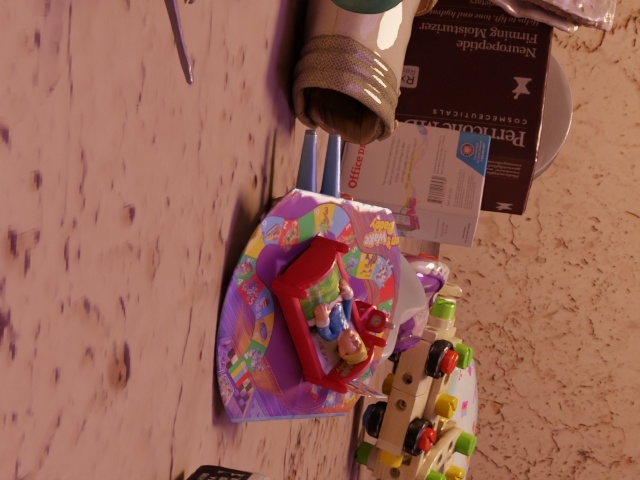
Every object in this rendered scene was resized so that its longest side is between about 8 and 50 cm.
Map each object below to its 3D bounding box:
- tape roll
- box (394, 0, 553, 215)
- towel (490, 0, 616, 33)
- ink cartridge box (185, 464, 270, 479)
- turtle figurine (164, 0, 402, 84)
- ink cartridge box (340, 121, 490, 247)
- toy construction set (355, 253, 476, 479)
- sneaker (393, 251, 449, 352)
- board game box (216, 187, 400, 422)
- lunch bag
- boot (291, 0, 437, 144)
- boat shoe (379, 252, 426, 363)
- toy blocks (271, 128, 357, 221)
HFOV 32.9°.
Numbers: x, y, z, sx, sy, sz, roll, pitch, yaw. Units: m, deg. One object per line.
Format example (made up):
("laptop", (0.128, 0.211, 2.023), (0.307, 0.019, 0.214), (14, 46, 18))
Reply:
("tape roll", (0.229, -0.174, 1.478), (0.072, 0.219, 0.219), (51, 47, -80))
("box", (0.143, -0.154, 1.103), (0.167, 0.168, 0.203), (72, 27, -73))
("towel", (0.168, -0.309, 0.977), (0.049, 0.282, 0.187), (-12, -115, 55))
("ink cartridge box", (-0.072, 0.221, 0.451), (0.206, 0.045, 0.208), (-17, 113, -81))
("turtle figurine", (-0.001, -0.167, 0.384), (0.175, 0.118, 0.234), (-13, 105, -81))
("ink cartridge box", (0.078, -0.052, 0.936), (0.052, 0.122, 0.089), (91, 11, -59))
("toy construction set", (0.135, 0.184, 1.403), (0.215, 0.151, 0.328), (-6, 98, -62))
("sneaker", (0.086, 0.073, 1.210), (0.236, 0.095, 0.105), (65, 42, -76))
("board game box", (0.011, 0.044, 0.623), (0.168, 0.033, 0.133), (10, 95, -54))
("lunch bag", (0.200, 0.308, 1.917), (0.262, 0.160, 0.224), (80, 20, -80))
("boot", (0.034, -0.144, 0.724), (0.213, 0.077, 0.165), (32, 66, -75))
("boat shoe", (0.028, 0.062, 0.880), (0.080, 0.076, 0.228), (51, 20, -7))
("toy blocks", (0.000, 0.000, 0.695), (0.123, 0.054, 0.148), (-48, 145, -73))
